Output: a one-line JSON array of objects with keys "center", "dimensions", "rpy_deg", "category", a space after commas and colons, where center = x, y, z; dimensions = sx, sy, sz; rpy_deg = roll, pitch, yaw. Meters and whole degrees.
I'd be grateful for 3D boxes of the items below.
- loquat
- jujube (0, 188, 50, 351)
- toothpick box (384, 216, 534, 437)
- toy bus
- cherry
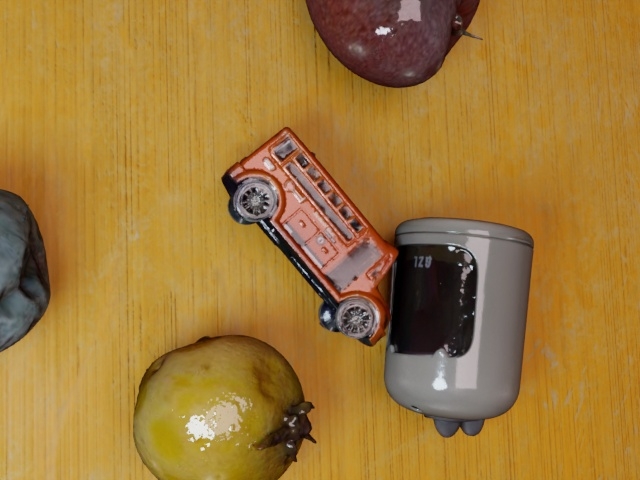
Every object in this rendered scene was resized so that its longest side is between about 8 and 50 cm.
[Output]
[{"center": [-0.126, 0.238, 1.117], "dimensions": [0.244, 0.244, 0.243], "rpy_deg": [2, 83, -17], "category": "loquat"}, {"center": [-0.500, 0.058, 1.020], "dimensions": [0.308, 0.215, 0.246], "rpy_deg": [-9, 50, -6], "category": "jujube"}, {"center": [0.210, 0.136, 1.252], "dimensions": [0.229, 0.229, 0.316], "rpy_deg": [7, 84, -17], "category": "toothpick box"}, {"center": [0.000, 0.000, 1.221], "dimensions": [0.153, 0.143, 0.329], "rpy_deg": [-40, 95, -9], "category": "toy bus"}, {"center": [0.105, -0.367, 1.266], "dimensions": [0.308, 0.221, 0.261], "rpy_deg": [32, 67, 2], "category": "cherry"}]
